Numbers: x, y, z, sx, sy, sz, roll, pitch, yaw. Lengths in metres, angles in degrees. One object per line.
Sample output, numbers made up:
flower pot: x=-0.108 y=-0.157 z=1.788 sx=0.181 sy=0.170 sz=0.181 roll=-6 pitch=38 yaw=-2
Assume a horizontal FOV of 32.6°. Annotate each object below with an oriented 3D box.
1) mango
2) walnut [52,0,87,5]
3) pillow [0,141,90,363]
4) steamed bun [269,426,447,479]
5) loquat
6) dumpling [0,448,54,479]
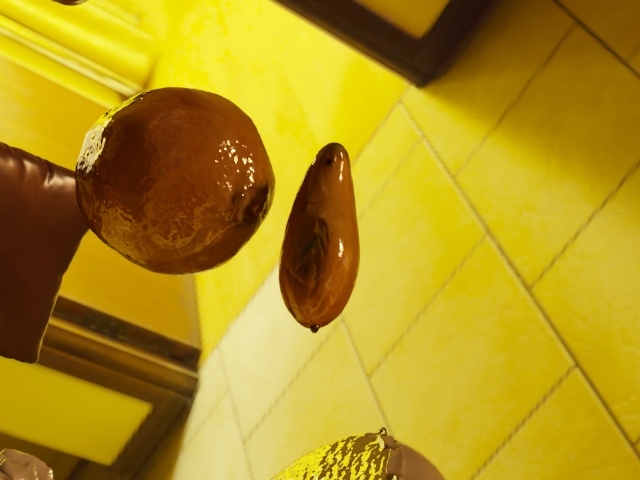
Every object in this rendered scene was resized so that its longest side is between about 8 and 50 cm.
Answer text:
mango: x=0.000 y=0.000 z=1.014 sx=0.098 sy=0.075 sz=0.190 roll=114 pitch=163 yaw=-55
walnut: x=-0.359 y=-0.415 z=1.572 sx=0.166 sy=0.167 sz=0.149 roll=-40 pitch=58 yaw=36
pillow: x=-0.463 y=0.006 z=1.520 sx=0.108 sy=0.305 sz=0.307 roll=29 pitch=95 yaw=44
steamed bun: x=0.027 y=0.430 z=1.351 sx=0.374 sy=0.241 sz=0.374 roll=-36 pitch=12 yaw=9
loquat: x=-0.151 y=-0.062 z=1.101 sx=0.187 sy=0.176 sz=0.234 roll=-38 pitch=43 yaw=-25
dumpling: x=-0.566 y=0.437 z=1.920 sx=0.188 sy=0.127 sz=0.108 roll=-35 pitch=-8 yaw=-22
